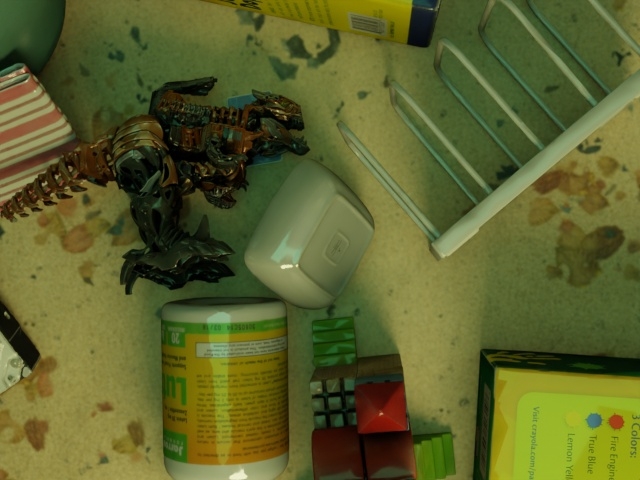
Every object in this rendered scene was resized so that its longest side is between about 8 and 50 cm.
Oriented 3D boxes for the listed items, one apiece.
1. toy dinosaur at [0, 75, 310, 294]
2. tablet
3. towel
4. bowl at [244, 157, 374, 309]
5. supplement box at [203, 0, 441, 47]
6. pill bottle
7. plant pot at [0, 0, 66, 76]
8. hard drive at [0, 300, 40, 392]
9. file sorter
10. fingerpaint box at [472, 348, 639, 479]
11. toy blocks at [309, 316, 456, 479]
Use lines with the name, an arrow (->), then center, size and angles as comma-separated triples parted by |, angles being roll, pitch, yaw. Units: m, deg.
toy dinosaur -> -0.170, -0.062, 1.043 | 0.322, 0.164, 0.218 | -17, 80, 14
tablet -> -0.075, -0.127, 1.096 | 0.054, 0.006, 0.083 | -9, 89, 4
towel -> -0.335, -0.104, 1.032 | 0.144, 0.197, 0.029 | -20, 59, 3
bowl -> 0.000, 0.000, 1.020 | 0.053, 0.142, 0.142 | 20, 75, 39
supplement box -> -0.035, -0.345, 0.996 | 0.356, 0.195, 0.194 | 12, 91, 4
pill bottle -> -0.102, 0.187, 1.036 | 0.136, 0.136, 0.246 | -1, 91, 3
plant pot -> -0.399, -0.285, 0.953 | 0.293, 0.235, 0.293 | 1, 86, -17
hard drive -> -0.506, 0.066, 1.054 | 0.237, 0.064, 0.339 | -31, 105, 4
file sorter -> 0.177, -0.132, 0.991 | 0.277, 0.193, 0.173 | -40, 85, 3
fingerpaint box -> 0.344, 0.350, 0.999 | 0.371, 0.163, 0.445 | 3, 91, 4
toy blocks -> 0.051, 0.277, 0.967 | 0.191, 0.261, 0.381 | -6, 90, 4
